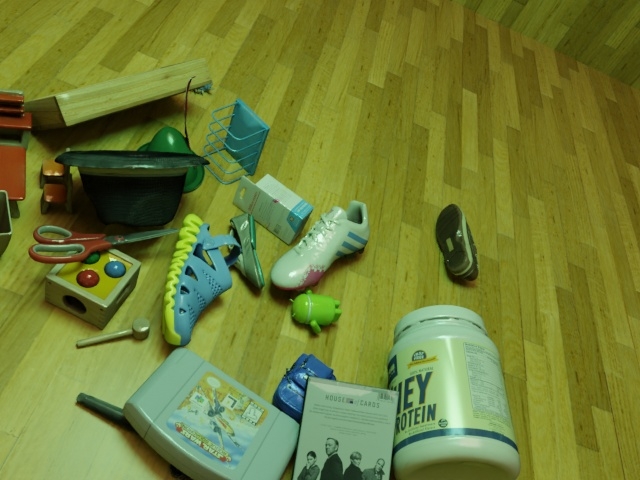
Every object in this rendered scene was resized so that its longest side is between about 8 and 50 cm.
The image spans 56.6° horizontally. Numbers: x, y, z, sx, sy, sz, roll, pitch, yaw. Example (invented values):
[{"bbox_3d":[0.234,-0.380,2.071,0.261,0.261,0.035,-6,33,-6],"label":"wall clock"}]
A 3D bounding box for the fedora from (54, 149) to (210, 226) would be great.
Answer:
[{"bbox_3d":[-0.388,-0.109,1.255,0.334,0.153,0.334,2,10,0],"label":"fedora"}]

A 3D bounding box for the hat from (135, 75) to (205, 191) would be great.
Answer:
[{"bbox_3d":[-0.350,-0.250,1.425,0.173,0.183,0.208,-16,60,-37],"label":"hat"}]

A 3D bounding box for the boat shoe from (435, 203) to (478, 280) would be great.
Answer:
[{"bbox_3d":[0.385,0.010,1.650,0.095,0.095,0.257,36,38,-28],"label":"boat shoe"}]

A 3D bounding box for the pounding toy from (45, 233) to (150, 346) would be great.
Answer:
[{"bbox_3d":[-0.415,0.112,1.140,0.206,0.094,0.181,27,45,-2],"label":"pounding toy"}]

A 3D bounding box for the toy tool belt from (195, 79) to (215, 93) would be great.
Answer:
[{"bbox_3d":[-0.347,-0.446,1.694,0.083,0.052,0.051,-5,46,-29],"label":"toy tool belt"}]

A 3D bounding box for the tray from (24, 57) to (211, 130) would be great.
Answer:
[{"bbox_3d":[-0.489,-0.359,1.453,0.202,0.076,0.411,6,28,42],"label":"tray"}]

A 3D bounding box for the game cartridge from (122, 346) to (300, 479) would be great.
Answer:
[{"bbox_3d":[-0.189,0.332,1.062,0.297,0.062,0.198,33,27,3],"label":"game cartridge"}]

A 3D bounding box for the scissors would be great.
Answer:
[{"bbox_3d":[-0.410,0.008,1.163,0.297,0.021,0.109,1,34,-32],"label":"scissors"}]

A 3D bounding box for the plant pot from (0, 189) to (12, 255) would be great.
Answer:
[{"bbox_3d":[-0.654,-0.022,1.136,0.109,0.096,0.109,-6,55,-30],"label":"plant pot"}]

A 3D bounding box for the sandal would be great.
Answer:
[{"bbox_3d":[-0.246,0.077,1.231,0.138,0.126,0.317,14,49,-9],"label":"sandal"}]

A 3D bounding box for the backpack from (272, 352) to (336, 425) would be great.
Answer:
[{"bbox_3d":[-0.036,0.291,1.172,0.098,0.101,0.120,32,48,12],"label":"backpack"}]

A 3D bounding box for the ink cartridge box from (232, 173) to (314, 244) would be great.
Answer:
[{"bbox_3d":[-0.118,-0.087,1.455,0.181,0.104,0.061,36,45,6],"label":"ink cartridge box"}]

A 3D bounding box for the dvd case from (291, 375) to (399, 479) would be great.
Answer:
[{"bbox_3d":[0.044,0.384,1.092,0.179,0.029,0.239,11,73,-7],"label":"dvd case"}]

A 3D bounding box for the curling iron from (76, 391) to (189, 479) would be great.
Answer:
[{"bbox_3d":[-0.307,0.341,1.035,0.274,0.035,0.068,33,45,3],"label":"curling iron"}]

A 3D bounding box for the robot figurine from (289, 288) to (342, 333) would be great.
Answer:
[{"bbox_3d":[-0.012,0.154,1.325,0.115,0.067,0.101,7,48,-21],"label":"robot figurine"}]

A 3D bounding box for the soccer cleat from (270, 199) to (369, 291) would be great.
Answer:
[{"bbox_3d":[0.000,0.000,1.398,0.116,0.143,0.331,21,33,32],"label":"soccer cleat"}]

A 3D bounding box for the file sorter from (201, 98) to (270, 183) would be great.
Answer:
[{"bbox_3d":[-0.223,-0.244,1.498,0.118,0.170,0.104,46,51,15],"label":"file sorter"}]

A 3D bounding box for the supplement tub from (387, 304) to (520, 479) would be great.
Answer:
[{"bbox_3d":[0.255,0.319,1.195,0.235,0.235,0.325,15,46,-14],"label":"supplement tub"}]

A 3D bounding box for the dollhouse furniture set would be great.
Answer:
[{"bbox_3d":[-0.662,-0.181,1.243,0.262,0.135,0.259,0,52,-27],"label":"dollhouse furniture set"}]

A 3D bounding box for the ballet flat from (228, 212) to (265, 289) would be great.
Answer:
[{"bbox_3d":[-0.174,0.029,1.366,0.068,0.072,0.213,-13,53,-2],"label":"ballet flat"}]
